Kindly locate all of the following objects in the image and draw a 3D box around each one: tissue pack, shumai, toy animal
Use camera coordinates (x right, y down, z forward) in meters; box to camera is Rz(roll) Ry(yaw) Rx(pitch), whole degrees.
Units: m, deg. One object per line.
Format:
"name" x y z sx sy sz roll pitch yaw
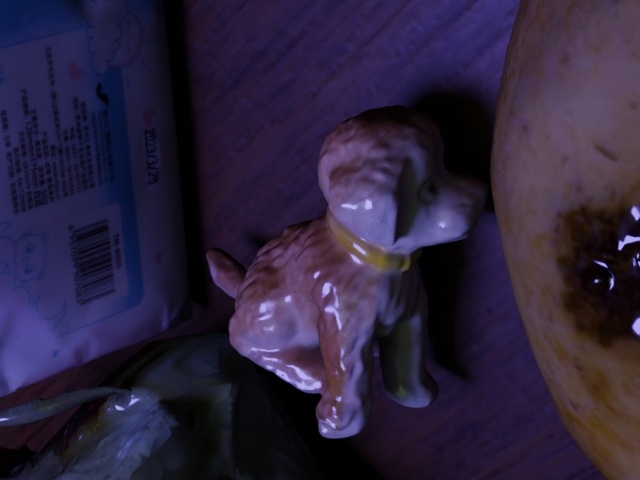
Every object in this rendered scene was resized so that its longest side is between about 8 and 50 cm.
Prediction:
"tissue pack" -0.194 -0.052 0.954 0.124 0.201 0.271 23 125 46
"shumai" -0.099 0.234 0.955 0.395 0.395 0.348 -11 78 44
"toy animal" 0.001 -0.011 0.877 0.184 0.104 0.185 36 135 32

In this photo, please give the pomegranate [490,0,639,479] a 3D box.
"pomegranate" 0.208 -0.020 0.542 0.322 0.322 0.322 19 122 34
